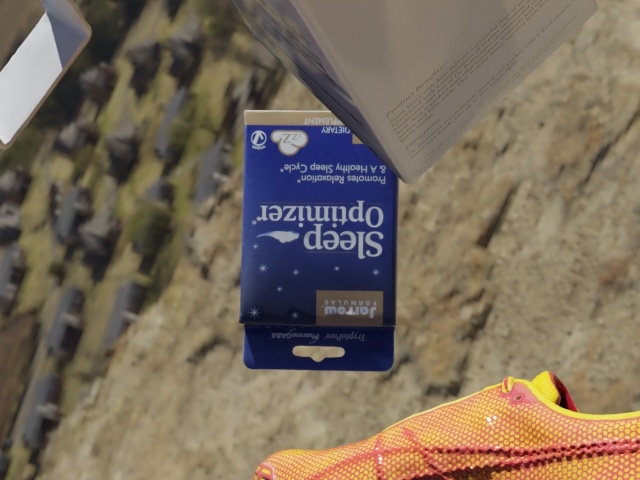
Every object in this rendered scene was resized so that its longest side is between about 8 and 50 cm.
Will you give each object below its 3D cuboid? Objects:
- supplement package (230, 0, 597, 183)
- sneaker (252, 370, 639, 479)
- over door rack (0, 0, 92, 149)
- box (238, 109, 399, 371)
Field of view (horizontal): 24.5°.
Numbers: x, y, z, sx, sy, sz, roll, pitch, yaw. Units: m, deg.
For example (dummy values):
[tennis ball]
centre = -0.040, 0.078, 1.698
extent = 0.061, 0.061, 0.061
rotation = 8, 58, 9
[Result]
[supplement package]
centre = 0.028, -0.194, 0.862
extent = 0.177, 0.293, 0.175
rotation = -43, 66, -1
[sneaker]
centre = 0.055, 0.079, 0.490
extent = 0.175, 0.064, 0.067
rotation = -5, 57, 33
[over door rack]
centre = -0.240, -0.114, 0.413
extent = 0.108, 0.239, 0.324
rotation = -59, -19, 0
[box]
centre = 0.000, 0.000, 1.275
extent = 0.036, 0.136, 0.225
rotation = 55, -145, -84
